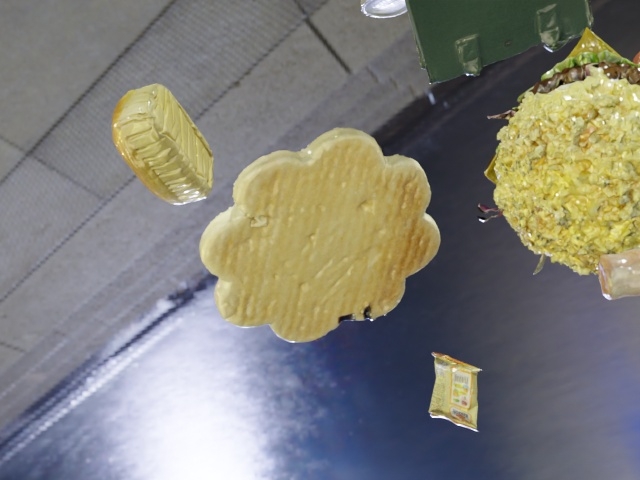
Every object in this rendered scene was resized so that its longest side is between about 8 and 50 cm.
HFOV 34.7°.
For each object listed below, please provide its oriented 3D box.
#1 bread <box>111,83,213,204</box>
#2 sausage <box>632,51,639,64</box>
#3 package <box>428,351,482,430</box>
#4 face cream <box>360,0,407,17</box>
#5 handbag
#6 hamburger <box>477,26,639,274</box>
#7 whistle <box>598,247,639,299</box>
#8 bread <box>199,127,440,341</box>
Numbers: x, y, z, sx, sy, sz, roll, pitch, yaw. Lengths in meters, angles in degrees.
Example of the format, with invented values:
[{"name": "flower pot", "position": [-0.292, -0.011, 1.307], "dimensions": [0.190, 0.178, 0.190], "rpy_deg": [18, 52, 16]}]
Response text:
[{"name": "bread", "position": [-0.273, -0.162, 1.764], "dimensions": [0.106, 0.140, 0.236], "rpy_deg": [-14, 141, 17]}, {"name": "sausage", "position": [0.404, -0.173, 1.105], "dimensions": [0.077, 0.077, 0.194], "rpy_deg": [-35, 152, 34]}, {"name": "package", "position": [0.231, 0.259, 1.761], "dimensions": [0.031, 0.121, 0.108], "rpy_deg": [-5, -169, -41]}, {"name": "face cream", "position": [0.103, -0.477, 1.552], "dimensions": [0.107, 0.269, 0.073], "rpy_deg": [-9, 162, 40]}, {"name": "handbag", "position": [0.231, -0.349, 1.378], "dimensions": [0.247, 0.079, 0.260], "rpy_deg": [-20, 133, 3]}, {"name": "hamburger", "position": [0.272, -0.062, 1.021], "dimensions": [0.138, 0.243, 0.262], "rpy_deg": [-36, 159, -45]}, {"name": "whistle", "position": [0.339, 0.014, 0.841], "dimensions": [0.220, 0.057, 0.107], "rpy_deg": [-8, 114, -1]}, {"name": "bread", "position": [0.000, 0.000, 1.256], "dimensions": [0.316, 0.054, 0.316], "rpy_deg": [-11, 128, -14]}]
